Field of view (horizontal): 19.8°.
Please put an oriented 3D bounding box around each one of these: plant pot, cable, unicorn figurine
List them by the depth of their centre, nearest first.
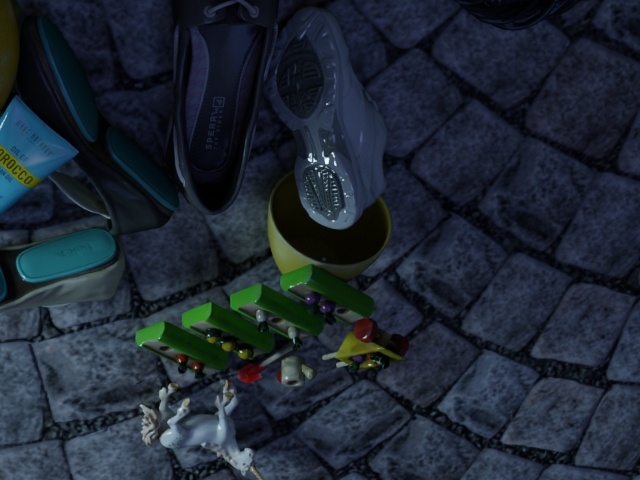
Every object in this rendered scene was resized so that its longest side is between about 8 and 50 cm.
[{"bbox_3d":[0.212,-0.288,1.888,0.184,0.047,0.150,-24,132,-5],"label":"cable"},{"bbox_3d":[0.000,0.000,1.963,0.134,0.134,0.095,-1,145,-18],"label":"plant pot"},{"bbox_3d":[-0.128,0.216,2.102,0.162,0.060,0.111,8,121,-4],"label":"unicorn figurine"}]

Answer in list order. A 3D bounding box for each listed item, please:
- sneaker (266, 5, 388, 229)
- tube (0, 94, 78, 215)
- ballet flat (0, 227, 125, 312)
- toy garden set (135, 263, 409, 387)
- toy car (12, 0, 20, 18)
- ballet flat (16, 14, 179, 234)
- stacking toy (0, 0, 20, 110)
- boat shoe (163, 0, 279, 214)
[{"bbox_3d":[0.016,-0.136,1.904,0.115,0.090,0.232,-33,121,-49],"label":"sneaker"},{"bbox_3d":[-0.325,-0.057,1.809,0.080,0.052,0.207,40,125,-13],"label":"tube"},{"bbox_3d":[-0.325,0.047,1.909,0.248,0.086,0.086,-8,124,-16],"label":"ballet flat"},{"bbox_3d":[-0.043,0.119,1.997,0.244,0.049,0.204,-22,145,32],"label":"toy garden set"},{"bbox_3d":[-0.340,-0.131,1.703,0.149,0.188,0.155,7,120,-34],"label":"toy car"},{"bbox_3d":[-0.245,-0.099,1.828,0.096,0.095,0.280,-24,128,13],"label":"ballet flat"},{"bbox_3d":[-0.367,-0.148,1.525,0.480,0.350,0.350,-45,127,-8],"label":"stacking toy"},{"bbox_3d":[-0.093,-0.180,1.818,0.112,0.095,0.335,-2,123,-17],"label":"boat shoe"}]
